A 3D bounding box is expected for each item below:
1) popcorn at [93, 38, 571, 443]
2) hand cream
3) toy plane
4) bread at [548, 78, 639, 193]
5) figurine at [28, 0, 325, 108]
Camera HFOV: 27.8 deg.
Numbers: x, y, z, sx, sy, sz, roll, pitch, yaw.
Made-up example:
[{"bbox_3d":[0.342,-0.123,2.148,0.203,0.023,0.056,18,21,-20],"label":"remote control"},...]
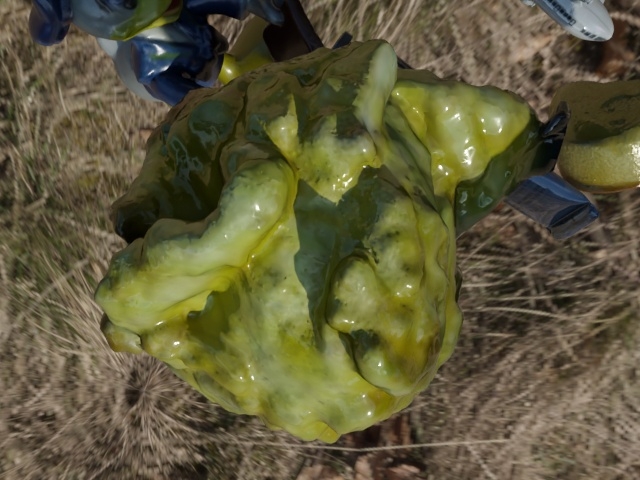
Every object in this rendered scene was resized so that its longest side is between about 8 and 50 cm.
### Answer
[{"bbox_3d":[-0.008,-0.002,0.839,0.237,0.293,0.293,25,80,13],"label":"popcorn"},{"bbox_3d":[0.111,-0.081,1.065,0.256,0.088,0.055,36,68,-3],"label":"hand cream"},{"bbox_3d":[0.218,-0.247,1.237,0.171,0.162,0.066,24,83,-21],"label":"toy plane"},{"bbox_3d":[0.299,-0.105,1.314,0.125,0.156,0.086,-52,135,-37],"label":"bread"},{"bbox_3d":[-0.137,-0.168,1.196,0.338,0.283,0.205,21,86,-48],"label":"figurine"}]
